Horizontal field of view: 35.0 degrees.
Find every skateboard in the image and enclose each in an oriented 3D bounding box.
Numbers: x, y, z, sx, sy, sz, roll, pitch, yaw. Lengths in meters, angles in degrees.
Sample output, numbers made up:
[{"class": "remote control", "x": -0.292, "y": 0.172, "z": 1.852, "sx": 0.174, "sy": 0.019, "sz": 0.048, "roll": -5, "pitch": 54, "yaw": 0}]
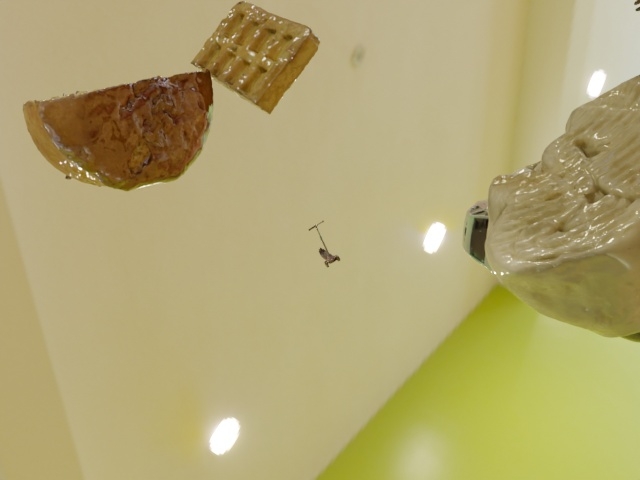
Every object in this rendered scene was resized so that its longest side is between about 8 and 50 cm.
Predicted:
[{"class": "skateboard", "x": 0.000, "y": 0.000, "z": 1.803, "sx": 0.032, "sy": 0.064, "sz": 0.083, "roll": -29, "pitch": -60, "yaw": -11}]

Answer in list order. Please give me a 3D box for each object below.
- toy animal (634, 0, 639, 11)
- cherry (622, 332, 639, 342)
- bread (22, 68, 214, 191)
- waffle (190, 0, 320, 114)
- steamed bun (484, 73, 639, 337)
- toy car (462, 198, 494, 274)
[{"class": "toy animal", "x": 0.653, "y": -0.586, "z": 1.957, "sx": 0.260, "sy": 0.087, "sz": 0.243, "roll": -56, "pitch": 15, "yaw": 29}, {"class": "cherry", "x": 0.559, "y": 0.099, "z": 1.812, "sx": 0.140, "sy": 0.176, "sz": 0.176, "roll": -23, "pitch": -48, "yaw": -40}, {"class": "bread", "x": -0.332, "y": -0.178, "z": 1.719, "sx": 0.340, "sy": 0.194, "sz": 0.179, "roll": -22, "pitch": -74, "yaw": -44}, {"class": "waffle", "x": -0.121, "y": -0.344, "z": 1.879, "sx": 0.168, "sy": 0.274, "sz": 0.057, "roll": -53, "pitch": -49, "yaw": -1}, {"class": "steamed bun", "x": 0.340, "y": -0.026, "z": 1.123, "sx": 0.203, "sy": 0.275, "sz": 0.289, "roll": 56, "pitch": -143, "yaw": -33}, {"class": "toy car", "x": 0.260, "y": -0.007, "z": 1.540, "sx": 0.224, "sy": 0.076, "sz": 0.090, "roll": -87, "pitch": 3, "yaw": -78}]
